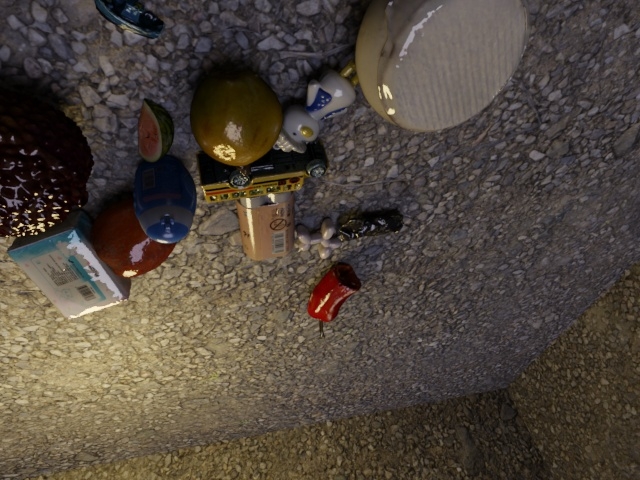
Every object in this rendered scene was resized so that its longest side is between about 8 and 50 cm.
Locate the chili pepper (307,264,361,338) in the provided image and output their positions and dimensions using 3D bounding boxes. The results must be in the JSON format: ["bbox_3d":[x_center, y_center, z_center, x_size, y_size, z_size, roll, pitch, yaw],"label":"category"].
[{"bbox_3d":[0.015,0.238,1.829,0.131,0.134,0.338,0,137,-37],"label":"chili pepper"}]

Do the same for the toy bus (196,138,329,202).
[{"bbox_3d":[-0.150,-0.188,1.277,0.336,0.121,0.123,-9,149,-12],"label":"toy bus"}]

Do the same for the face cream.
[{"bbox_3d":[-0.377,-0.098,1.172,0.149,0.264,0.083,-5,139,-16],"label":"face cream"}]

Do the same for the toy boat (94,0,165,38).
[{"bbox_3d":[-0.369,-0.443,0.930,0.137,0.060,0.061,20,147,-31],"label":"toy boat"}]

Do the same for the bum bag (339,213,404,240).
[{"bbox_3d":[0.178,-0.049,1.611,0.248,0.069,0.102,-10,134,-25],"label":"bum bag"}]

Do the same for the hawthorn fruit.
[{"bbox_3d":[-0.468,-0.031,1.283,0.262,0.210,0.210,-40,140,-1],"label":"hawthorn fruit"}]

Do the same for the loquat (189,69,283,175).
[{"bbox_3d":[-0.190,-0.261,1.098,0.214,0.213,0.246,-10,125,-10],"label":"loquat"}]

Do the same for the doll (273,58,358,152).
[{"bbox_3d":[-0.013,-0.319,1.175,0.293,0.119,0.138,-37,147,22],"label":"doll"}]

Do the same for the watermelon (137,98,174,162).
[{"bbox_3d":[-0.385,-0.256,1.162,0.069,0.087,0.163,-36,162,-44],"label":"watermelon"}]

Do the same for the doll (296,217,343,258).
[{"bbox_3d":[0.000,0.000,1.605,0.161,0.059,0.160,-14,141,-8],"label":"doll"}]

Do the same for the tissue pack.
[{"bbox_3d":[-0.675,0.070,1.321,0.202,0.124,0.271,-18,124,4],"label":"tissue pack"}]

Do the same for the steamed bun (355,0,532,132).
[{"bbox_3d":[0.243,-0.432,1.046,0.375,0.241,0.374,-14,138,-13],"label":"steamed bun"}]

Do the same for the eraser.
[{"bbox_3d":[-0.157,-0.062,1.444,0.171,0.087,0.290,-12,143,-11],"label":"eraser"}]

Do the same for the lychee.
[{"bbox_3d":[-0.629,-0.160,0.975,0.306,0.306,0.330,-33,136,17],"label":"lychee"}]
